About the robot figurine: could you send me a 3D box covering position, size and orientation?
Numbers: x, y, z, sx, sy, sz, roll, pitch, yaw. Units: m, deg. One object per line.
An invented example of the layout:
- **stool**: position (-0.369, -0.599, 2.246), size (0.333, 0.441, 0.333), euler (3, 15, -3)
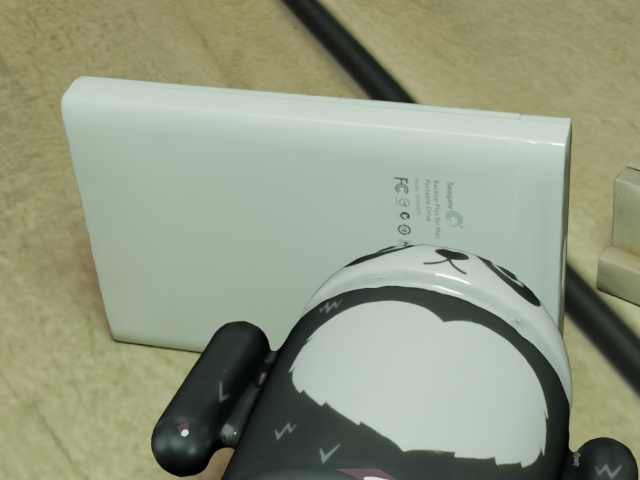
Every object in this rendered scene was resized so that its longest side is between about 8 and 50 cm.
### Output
- **robot figurine**: position (0.041, 0.123, 0.741), size (0.173, 0.209, 0.278), euler (-29, 22, 36)

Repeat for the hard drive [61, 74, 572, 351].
- **hard drive**: position (0.000, 0.000, 0.885), size (0.307, 0.203, 0.040), euler (7, 40, 15)

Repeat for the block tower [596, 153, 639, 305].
- **block tower**: position (0.331, -0.070, 1.031), size (0.091, 0.097, 0.335), euler (23, 46, 33)
